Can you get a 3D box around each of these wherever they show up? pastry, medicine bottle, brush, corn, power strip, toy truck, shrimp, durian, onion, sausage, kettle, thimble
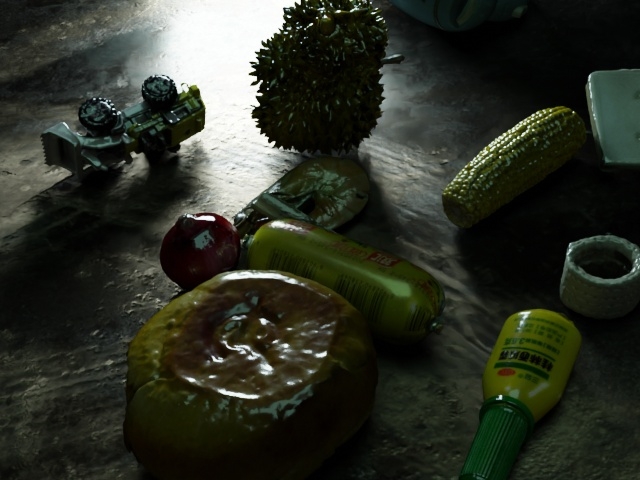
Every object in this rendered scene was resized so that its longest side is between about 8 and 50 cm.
[{"bbox_3d":[-0.096,0.185,1.540,0.356,0.163,0.356,-7,41,6],"label":"pastry"},{"bbox_3d":[0.256,0.215,1.530,0.111,0.076,0.309,9,45,25],"label":"medicine bottle"},{"bbox_3d":[0.000,0.000,1.785,0.248,0.036,0.043,29,42,18],"label":"brush"},{"bbox_3d":[0.316,-0.129,1.872,0.310,0.101,0.101,-32,49,-24],"label":"corn"},{"bbox_3d":[0.547,-0.191,1.939,0.198,0.064,0.213,0,57,4],"label":"power strip"},{"bbox_3d":[-0.330,-0.185,1.981,0.286,0.136,0.111,-26,67,-19],"label":"toy truck"},{"bbox_3d":[-0.039,-0.052,1.860,0.267,0.061,0.145,-24,55,-22],"label":"shrimp"},{"bbox_3d":[0.004,-0.281,1.935,0.258,0.292,0.258,13,26,-7],"label":"durian"},{"bbox_3d":[-0.182,0.015,1.755,0.131,0.131,0.131,-3,43,3],"label":"onion"},{"bbox_3d":[0.031,0.057,1.684,0.347,0.123,0.123,22,50,25],"label":"sausage"},{"bbox_3d":[0.250,-0.536,2.243,0.320,0.247,0.342,-2,44,-35],"label":"kettle"},{"bbox_3d":[0.408,0.055,1.675,0.115,0.090,0.102,14,50,18],"label":"thimble"}]

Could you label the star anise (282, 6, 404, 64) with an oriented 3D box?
[{"bbox_3d":[0.032,-0.357,2.107,0.209,0.089,0.231,18,6,-42],"label":"star anise"}]
